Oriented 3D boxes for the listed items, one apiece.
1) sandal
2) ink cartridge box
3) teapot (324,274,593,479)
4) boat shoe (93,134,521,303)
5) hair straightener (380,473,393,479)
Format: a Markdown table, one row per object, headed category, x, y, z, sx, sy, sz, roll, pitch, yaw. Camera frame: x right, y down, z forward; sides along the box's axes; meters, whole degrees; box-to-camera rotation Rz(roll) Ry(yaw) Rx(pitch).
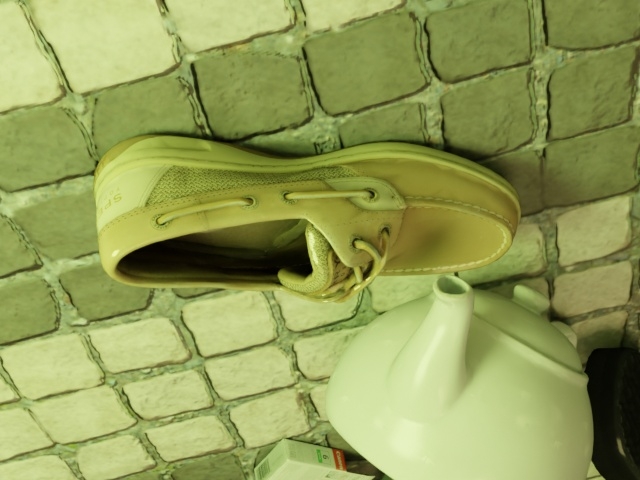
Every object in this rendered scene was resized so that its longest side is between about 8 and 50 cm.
| category | x | y | z | sx | sy | sz | roll | pitch | yaw |
| --- | --- | --- | --- | --- | --- | --- | --- | --- | --- |
| sandal | 0.360 | 0.260 | 1.197 | 0.107 | 0.167 | 0.445 | -8 | 137 | 34 |
| ink cartridge box | -0.006 | 0.249 | 1.161 | 0.115 | 0.029 | 0.063 | 17 | 130 | -30 |
| teapot | 0.142 | 0.125 | 0.943 | 0.253 | 0.256 | 0.187 | 29 | 93 | -13 |
| boat shoe | 0.000 | 0.000 | 0.829 | 0.341 | 0.110 | 0.121 | 2 | 136 | -15 |
| hair straightener | 0.059 | 0.291 | 1.205 | 0.089 | 0.047 | 0.230 | -11 | 150 | -35 |
